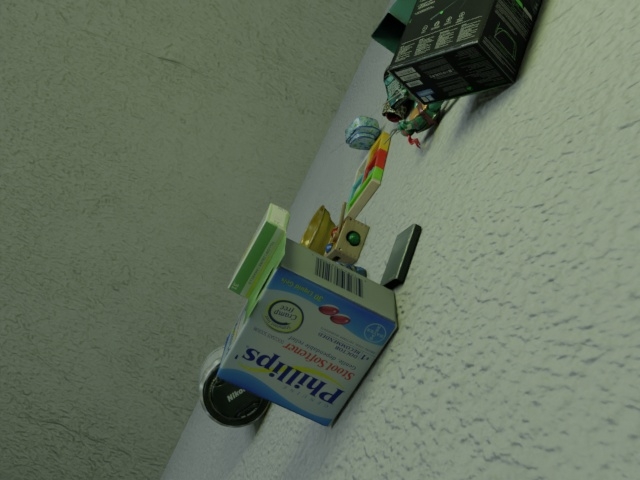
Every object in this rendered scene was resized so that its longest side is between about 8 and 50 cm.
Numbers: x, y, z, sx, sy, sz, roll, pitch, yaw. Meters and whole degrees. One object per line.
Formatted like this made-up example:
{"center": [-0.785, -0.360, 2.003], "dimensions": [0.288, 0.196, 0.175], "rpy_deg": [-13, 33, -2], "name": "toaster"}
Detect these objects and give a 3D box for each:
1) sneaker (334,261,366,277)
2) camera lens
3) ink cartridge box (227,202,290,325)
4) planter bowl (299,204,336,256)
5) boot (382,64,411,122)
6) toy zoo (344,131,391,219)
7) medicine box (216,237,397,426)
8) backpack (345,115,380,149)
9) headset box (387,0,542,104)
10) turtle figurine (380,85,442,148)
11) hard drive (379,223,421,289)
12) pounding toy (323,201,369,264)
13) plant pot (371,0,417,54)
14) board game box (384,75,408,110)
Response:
{"center": [0.061, 0.115, 1.677], "dimensions": [0.083, 0.087, 0.221], "rpy_deg": [-62, 10, 15], "name": "sneaker"}
{"center": [-0.266, 0.441, 2.164], "dimensions": [0.220, 0.219, 0.274], "rpy_deg": [-64, 10, -3], "name": "camera lens"}
{"center": [-0.123, 0.040, 1.377], "dimensions": [0.171, 0.056, 0.235], "rpy_deg": [-60, 8, 18], "name": "ink cartridge box"}
{"center": [0.000, 0.000, 2.278], "dimensions": [0.217, 0.090, 0.217], "rpy_deg": [-60, 11, 20], "name": "planter bowl"}
{"center": [0.234, -0.465, 2.213], "dimensions": [0.179, 0.085, 0.236], "rpy_deg": [-65, 20, -4], "name": "boot"}
{"center": [0.152, -0.216, 2.206], "dimensions": [0.192, 0.030, 0.293], "rpy_deg": [-54, 14, 45], "name": "toy zoo"}
{"center": [-0.027, 0.189, 1.426], "dimensions": [0.289, 0.263, 0.149], "rpy_deg": [-60, 10, 22], "name": "medicine box"}
{"center": [0.150, -0.368, 2.415], "dimensions": [0.114, 0.104, 0.084], "rpy_deg": [130, 141, -52], "name": "backpack"}
{"center": [0.308, -0.452, 1.456], "dimensions": [0.246, 0.131, 0.283], "rpy_deg": [-4, 58, 51], "name": "headset box"}
{"center": [0.250, -0.333, 1.749], "dimensions": [0.234, 0.118, 0.175], "rpy_deg": [-43, 34, 30], "name": "turtle figurine"}
{"center": [0.169, 0.038, 1.492], "dimensions": [0.135, 0.022, 0.094], "rpy_deg": [-68, 11, -23], "name": "hard drive"}
{"center": [0.065, -0.010, 1.933], "dimensions": [0.130, 0.100, 0.141], "rpy_deg": [-69, 11, -24], "name": "pounding toy"}
{"center": [0.319, -0.771, 2.393], "dimensions": [0.234, 0.165, 0.165], "rpy_deg": [-59, 7, -20], "name": "plant pot"}
{"center": [0.269, -0.487, 2.070], "dimensions": [0.186, 0.026, 0.126], "rpy_deg": [-38, 41, 34], "name": "board game box"}
